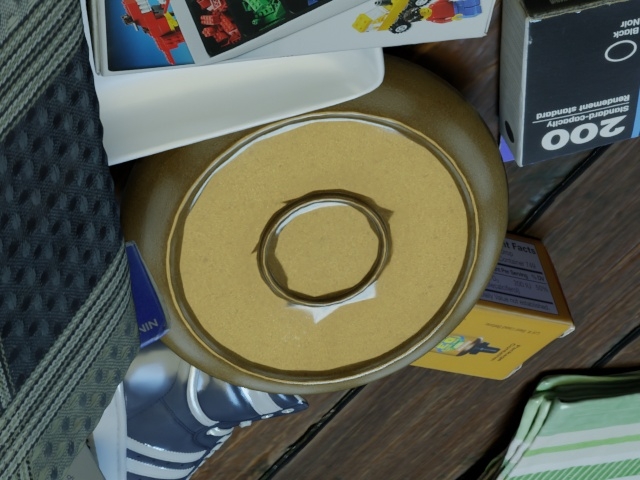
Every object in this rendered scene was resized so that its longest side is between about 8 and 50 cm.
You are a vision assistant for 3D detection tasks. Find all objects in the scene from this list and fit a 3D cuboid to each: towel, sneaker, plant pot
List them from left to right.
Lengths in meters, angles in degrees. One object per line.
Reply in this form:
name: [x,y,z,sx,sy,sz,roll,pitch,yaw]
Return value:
towel: [-0.184,0.038,0.830,0.056,0.324,0.312,13,135,20]
sneaker: [-0.088,0.119,1.346,0.153,0.099,0.282,-9,147,-7]
plant pot: [0.000,0.000,1.142,0.236,0.032,0.236,-5,122,-9]
towel: [0.243,0.198,1.705,0.248,0.038,0.325,-4,147,-22]

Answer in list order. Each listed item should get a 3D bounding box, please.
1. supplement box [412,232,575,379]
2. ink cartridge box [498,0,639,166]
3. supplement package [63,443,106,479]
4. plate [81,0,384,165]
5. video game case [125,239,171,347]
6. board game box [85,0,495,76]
supplement box: [0.058,0.031,1.286,0.233,0.080,0.078,15,138,-39]
ink cartridge box: [0.209,-0.107,1.154,0.206,0.045,0.208,-14,152,-4]
supplement package: [-0.237,0.218,1.328,0.134,0.139,0.244,-26,169,-30]
plate: [-0.116,-0.128,0.964,0.277,0.045,0.278,-16,150,-1]
video game case: [-0.245,0.096,1.097,0.270,0.061,0.244,-25,-178,-26]
board game box: [-0.006,-0.182,0.811,0.193,0.053,0.305,-6,151,-8]
